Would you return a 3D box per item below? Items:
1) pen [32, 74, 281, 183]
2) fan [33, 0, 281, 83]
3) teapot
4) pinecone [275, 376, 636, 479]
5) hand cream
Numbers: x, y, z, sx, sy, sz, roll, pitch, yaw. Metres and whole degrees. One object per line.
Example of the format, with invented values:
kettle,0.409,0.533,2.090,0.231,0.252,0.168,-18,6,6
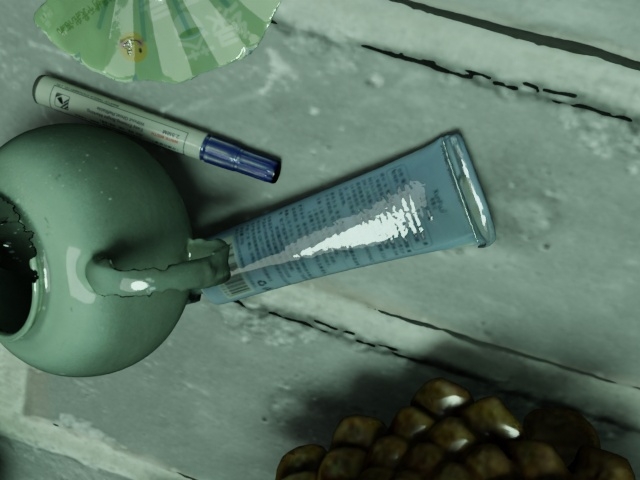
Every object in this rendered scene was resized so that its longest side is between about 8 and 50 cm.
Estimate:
pen,-0.128,-0.086,0.532,0.204,0.025,0.025,20,117,4
fan,-0.107,-0.184,0.492,0.240,0.009,0.131,-18,111,20
teapot,-0.190,0.010,0.508,0.294,0.129,0.193,5,102,35
pinecone,0.122,0.318,0.480,0.384,0.384,0.384,5,115,11
hand cream,0.000,0.000,0.524,0.256,0.055,0.088,-18,98,18
